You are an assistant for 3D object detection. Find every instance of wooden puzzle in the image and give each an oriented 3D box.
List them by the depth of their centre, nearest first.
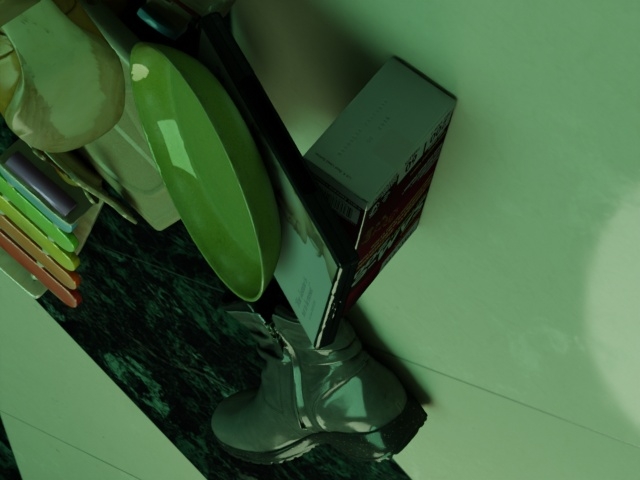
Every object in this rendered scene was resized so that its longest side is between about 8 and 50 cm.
[{"bbox_3d":[-0.212,-0.166,1.864,0.322,0.080,0.348,46,160,-9],"label":"wooden puzzle"}]

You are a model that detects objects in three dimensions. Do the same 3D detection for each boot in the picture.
[{"bbox_3d":[-0.255,-0.211,1.477,0.211,0.104,0.295,60,177,25],"label":"boot"},{"bbox_3d":[-0.045,0.133,2.097,0.338,0.118,0.223,-11,122,47],"label":"boot"}]

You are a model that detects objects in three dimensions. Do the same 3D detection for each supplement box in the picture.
[{"bbox_3d":[0.038,-0.039,1.632,0.073,0.130,0.239,36,156,11],"label":"supplement box"}]

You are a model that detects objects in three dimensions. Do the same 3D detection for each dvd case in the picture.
[{"bbox_3d":[-0.045,-0.048,1.583,0.253,0.022,0.180,61,163,19],"label":"dvd case"}]

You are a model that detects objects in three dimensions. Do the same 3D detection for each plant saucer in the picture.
[{"bbox_3d":[-0.092,-0.064,1.596,0.241,0.037,0.241,55,162,29],"label":"plant saucer"}]

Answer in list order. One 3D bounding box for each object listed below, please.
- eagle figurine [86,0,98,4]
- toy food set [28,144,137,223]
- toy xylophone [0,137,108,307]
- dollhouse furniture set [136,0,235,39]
[{"bbox_3d":[-0.204,-0.371,1.420,0.226,0.225,0.298,-36,67,26],"label":"eagle figurine"},{"bbox_3d":[-0.282,-0.089,2.008,0.192,0.038,0.132,51,-172,37],"label":"toy food set"},{"bbox_3d":[-0.363,-0.051,2.267,0.236,0.081,0.323,38,156,8],"label":"toy xylophone"},{"bbox_3d":[-0.186,-0.208,1.596,0.183,0.129,0.129,35,115,-1],"label":"dollhouse furniture set"}]
